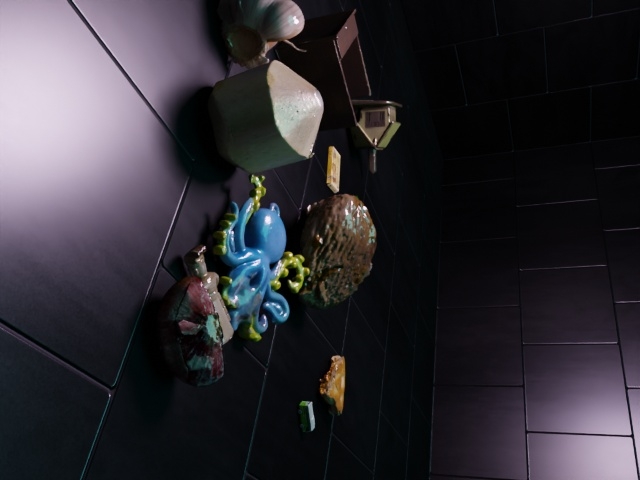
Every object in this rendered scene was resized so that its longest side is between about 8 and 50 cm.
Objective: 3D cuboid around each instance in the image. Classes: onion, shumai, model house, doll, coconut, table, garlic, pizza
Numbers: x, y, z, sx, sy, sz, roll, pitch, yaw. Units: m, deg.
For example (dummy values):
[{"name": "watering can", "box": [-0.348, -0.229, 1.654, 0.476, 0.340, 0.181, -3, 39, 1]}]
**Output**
[{"name": "onion", "box": [-0.253, 0.175, 1.083, 0.098, 0.151, 0.205, -14, 88, -35]}, {"name": "shumai", "box": [-0.002, -0.002, 1.676, 0.217, 0.283, 0.345, 0, 119, -31]}, {"name": "model house", "box": [0.198, -0.394, 2.243, 0.218, 0.205, 0.278, -17, 109, -67]}, {"name": "doll", "box": [-0.157, 0.056, 1.381, 0.346, 0.099, 0.341, 55, 49, -45]}, {"name": "coconut", "box": [-0.109, -0.278, 1.313, 0.239, 0.244, 0.239, 43, 40, -53]}, {"name": "table", "box": [0.024, -0.515, 1.795, 0.250, 0.196, 0.282, -68, 147, -50]}, {"name": "garlic", "box": [-0.135, -0.495, 1.433, 0.256, 0.207, 0.207, 48, 42, -56]}, {"name": "pizza", "box": [0.036, 0.459, 1.820, 0.161, 0.063, 0.181, 4, 87, -75]}]

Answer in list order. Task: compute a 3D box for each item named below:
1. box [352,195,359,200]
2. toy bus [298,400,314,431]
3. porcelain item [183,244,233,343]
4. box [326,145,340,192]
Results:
[{"name": "box", "box": [0.150, -0.043, 2.238, 0.235, 0.034, 0.132, 64, 29, -43]}, {"name": "toy bus", "box": [-0.038, 0.494, 1.641, 0.031, 0.037, 0.083, -29, 114, -66]}, {"name": "porcelain item", "box": [-0.234, 0.112, 1.196, 0.084, 0.054, 0.213, -60, 141, -60]}, {"name": "box", "box": [0.046, -0.246, 2.031, 0.073, 0.020, 0.149, 42, 48, -61]}]
